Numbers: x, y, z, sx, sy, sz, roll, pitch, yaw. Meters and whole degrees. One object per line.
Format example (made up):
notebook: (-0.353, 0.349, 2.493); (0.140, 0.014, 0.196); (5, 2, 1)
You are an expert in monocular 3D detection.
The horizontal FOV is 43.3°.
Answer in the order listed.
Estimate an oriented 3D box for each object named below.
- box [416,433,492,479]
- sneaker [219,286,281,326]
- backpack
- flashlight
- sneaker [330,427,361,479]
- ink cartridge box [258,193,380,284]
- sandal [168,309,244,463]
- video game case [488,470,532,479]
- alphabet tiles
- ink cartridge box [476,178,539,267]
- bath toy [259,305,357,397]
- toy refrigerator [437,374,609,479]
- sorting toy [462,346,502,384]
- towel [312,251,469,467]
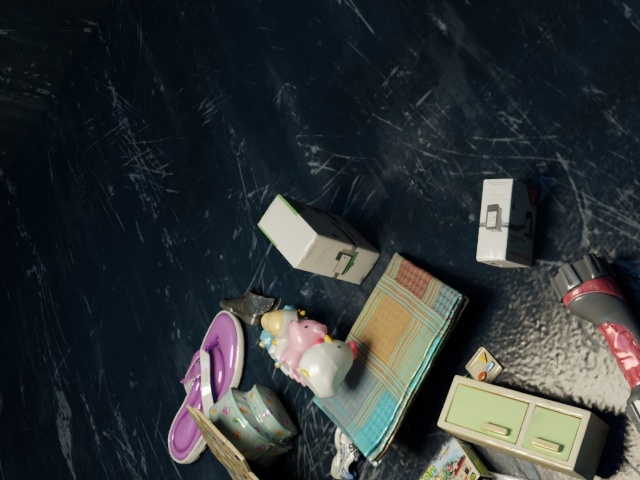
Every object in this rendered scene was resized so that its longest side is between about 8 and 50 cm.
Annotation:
box: (0.229, 0.478, 1.519); (0.207, 0.036, 0.114); (-60, 33, 18)
sneaker: (-0.176, 0.153, 1.998); (0.170, 0.051, 0.089); (26, 99, 39)
backpack: (-0.154, 0.411, 1.820); (0.144, 0.188, 0.166); (-45, 51, 14)
flashlight: (0.483, 0.171, 1.311); (0.103, 0.103, 0.304); (-38, 56, 31)
sneaker: (0.064, 0.442, 1.707); (0.058, 0.052, 0.135); (7, 94, 35)
ink cartridge box: (0.000, 0.000, 1.740); (0.160, 0.219, 0.092); (47, 110, 39)
sandal: (-0.300, 0.377, 2.031); (0.169, 0.102, 0.416); (25, 99, 44)
video game case: (0.350, 0.522, 1.423); (0.183, 0.023, 0.201); (-1, 80, 44)
alphabet tiles: (-0.180, 0.501, 1.766); (0.011, 0.342, 0.285); (-38, 52, -21)
ink cartridge box: (0.345, -0.029, 1.484); (0.063, 0.109, 0.150); (2, 82, 41)
bath toy: (-0.029, 0.223, 1.717); (0.129, 0.151, 0.348); (-38, 18, -14)
toy refrigerator: (0.345, 0.321, 1.403); (0.269, 0.094, 0.102); (10, 70, 45)
sorting toy: (0.301, 0.252, 1.534); (0.083, 0.012, 0.062); (-56, 49, 19)
towel: (0.128, 0.224, 1.616); (0.370, 0.040, 0.271); (-62, 31, 5)
